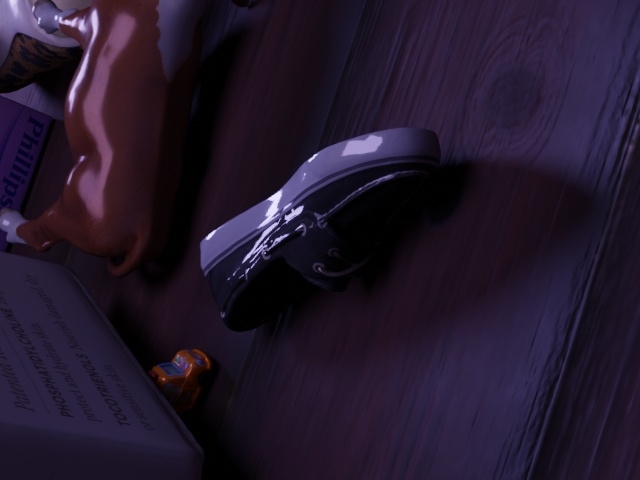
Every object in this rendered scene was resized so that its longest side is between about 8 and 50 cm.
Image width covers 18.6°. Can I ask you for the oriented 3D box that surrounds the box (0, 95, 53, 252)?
[{"bbox_3d":[-0.397,-0.054,1.735,0.117,0.243,0.213,10,80,58],"label":"box"}]

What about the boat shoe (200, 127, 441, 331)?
[{"bbox_3d":[0.000,0.000,1.263,0.228,0.080,0.076,-29,66,42],"label":"boat shoe"}]

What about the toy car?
[{"bbox_3d":[-0.094,0.124,1.359,0.060,0.041,0.122,-55,33,21],"label":"toy car"}]

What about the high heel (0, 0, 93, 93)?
[{"bbox_3d":[-0.217,-0.191,1.727,0.261,0.186,0.093,-10,81,18],"label":"high heel"}]

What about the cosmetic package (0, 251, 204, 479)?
[{"bbox_3d":[-0.353,0.187,1.344,0.327,0.394,0.329,46,119,56],"label":"cosmetic package"}]

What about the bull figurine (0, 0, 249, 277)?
[{"bbox_3d":[-0.154,-0.122,1.534,0.188,0.101,0.310,-5,68,51],"label":"bull figurine"}]
